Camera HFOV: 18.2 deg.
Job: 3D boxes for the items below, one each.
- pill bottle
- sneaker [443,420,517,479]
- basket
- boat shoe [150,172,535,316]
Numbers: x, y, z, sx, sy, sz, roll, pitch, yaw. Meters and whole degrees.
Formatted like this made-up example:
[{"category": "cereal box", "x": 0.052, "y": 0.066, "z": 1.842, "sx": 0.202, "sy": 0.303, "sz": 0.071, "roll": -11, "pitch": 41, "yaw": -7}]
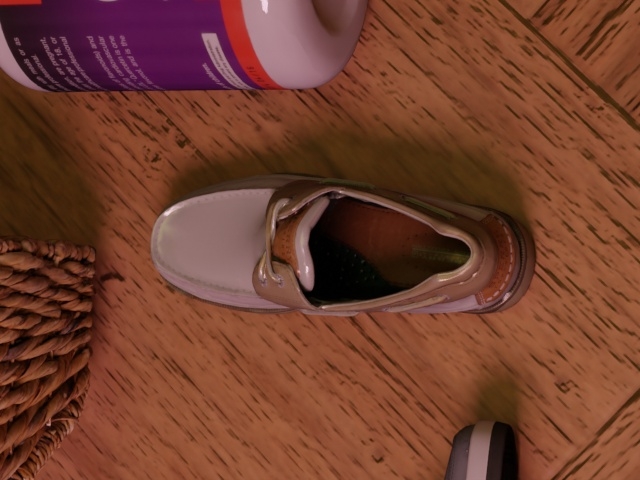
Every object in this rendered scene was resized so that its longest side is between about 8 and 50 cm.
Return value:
[{"category": "pill bottle", "x": -0.137, "y": -0.203, "z": 1.509, "sx": 0.322, "sy": 0.181, "sz": 0.182, "roll": 1, "pitch": 85, "yaw": 23}, {"category": "sneaker", "x": 0.037, "y": 0.262, "z": 1.424, "sx": 0.178, "sy": 0.124, "sz": 0.296, "roll": 10, "pitch": 90, "yaw": 14}, {"category": "basket", "x": -0.329, "y": 0.105, "z": 1.544, "sx": 0.299, "sy": 0.213, "sz": 0.223, "roll": 0, "pitch": 88, "yaw": 23}, {"category": "boat shoe", "x": 0.000, "y": 0.000, "z": 1.471, "sx": 0.302, "sy": 0.103, "sz": 0.113, "roll": 0, "pitch": 84, "yaw": 23}]
